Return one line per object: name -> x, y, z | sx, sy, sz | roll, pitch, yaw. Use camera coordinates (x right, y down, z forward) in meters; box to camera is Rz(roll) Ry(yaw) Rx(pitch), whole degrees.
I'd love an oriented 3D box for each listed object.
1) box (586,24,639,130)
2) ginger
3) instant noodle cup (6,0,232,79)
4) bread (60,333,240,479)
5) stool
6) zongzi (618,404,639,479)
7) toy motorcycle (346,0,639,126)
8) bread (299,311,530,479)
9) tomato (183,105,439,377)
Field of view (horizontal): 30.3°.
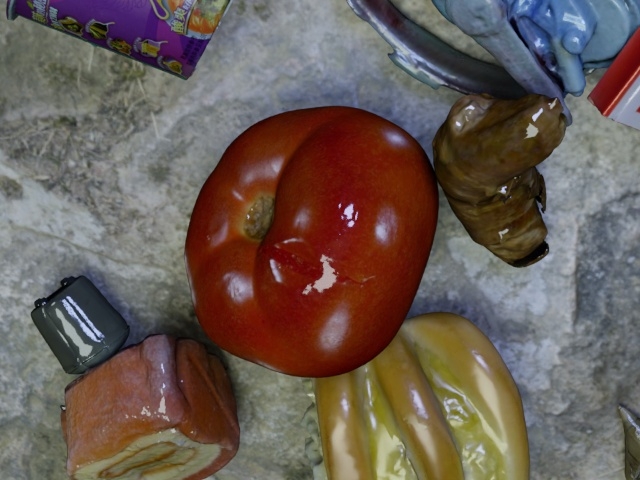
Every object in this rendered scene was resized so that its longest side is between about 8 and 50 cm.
box -> 0.370, -0.149, 1.149 | 0.229, 0.050, 0.123 | 13, 120, -38
ginger -> 0.176, -0.069, 1.197 | 0.107, 0.309, 0.133 | -43, 66, -5
instant noodle cup -> -0.172, -0.288, 1.179 | 0.190, 0.251, 0.251 | 26, 116, -11
bread -> -0.217, 0.226, 1.443 | 0.244, 0.123, 0.190 | -30, 141, 27
stool -> -0.295, 0.102, 1.443 | 0.096, 0.096, 0.110 | -32, 99, 22
zongzi -> 0.367, 0.246, 1.401 | 0.083, 0.040, 0.076 | 36, 122, 8
toy motorcycle -> 0.147, -0.243, 1.151 | 0.319, 0.182, 0.241 | 43, 114, -10
bread -> 0.104, 0.243, 1.358 | 0.270, 0.211, 0.315 | -1, 116, 11
tomato -> 0.000, 0.000, 1.246 | 0.226, 0.298, 0.298 | 18, 123, -40
